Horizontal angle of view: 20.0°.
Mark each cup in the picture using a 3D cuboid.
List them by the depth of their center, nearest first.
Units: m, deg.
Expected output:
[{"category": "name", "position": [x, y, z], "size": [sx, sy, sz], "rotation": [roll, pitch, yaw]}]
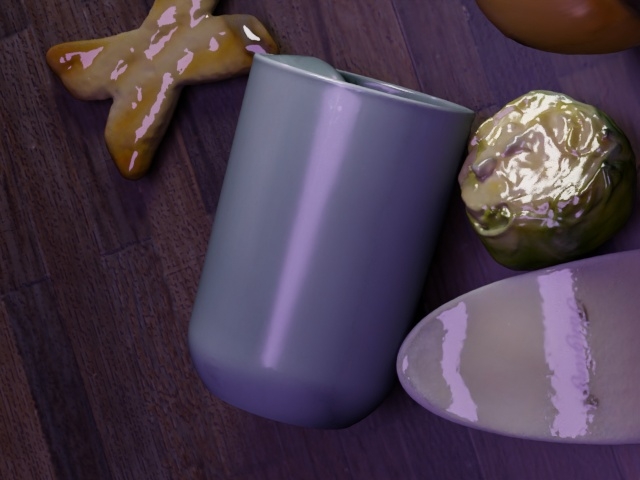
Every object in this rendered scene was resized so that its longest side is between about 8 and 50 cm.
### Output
[{"category": "cup", "position": [0.000, 0.000, 1.635], "size": [0.205, 0.205, 0.312], "rotation": [19, 99, 21]}]

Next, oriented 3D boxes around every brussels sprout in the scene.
[{"category": "brussels sprout", "position": [0.204, -0.045, 1.598], "size": [0.152, 0.122, 0.149], "rotation": [-1, 56, 21]}]

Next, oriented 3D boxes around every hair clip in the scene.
[{"category": "hair clip", "position": [0.217, 0.097, 1.596], "size": [0.282, 0.113, 0.172], "rotation": [-5, 89, 21]}]

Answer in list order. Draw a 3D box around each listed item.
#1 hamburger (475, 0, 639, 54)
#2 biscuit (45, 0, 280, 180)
[{"category": "hamburger", "position": [0.260, -0.338, 1.413], "size": [0.277, 0.396, 0.395], "rotation": [-13, 86, 33]}, {"category": "biscuit", "position": [-0.153, -0.179, 1.779], "size": [0.208, 0.047, 0.164], "rotation": [-38, 76, 18]}]
